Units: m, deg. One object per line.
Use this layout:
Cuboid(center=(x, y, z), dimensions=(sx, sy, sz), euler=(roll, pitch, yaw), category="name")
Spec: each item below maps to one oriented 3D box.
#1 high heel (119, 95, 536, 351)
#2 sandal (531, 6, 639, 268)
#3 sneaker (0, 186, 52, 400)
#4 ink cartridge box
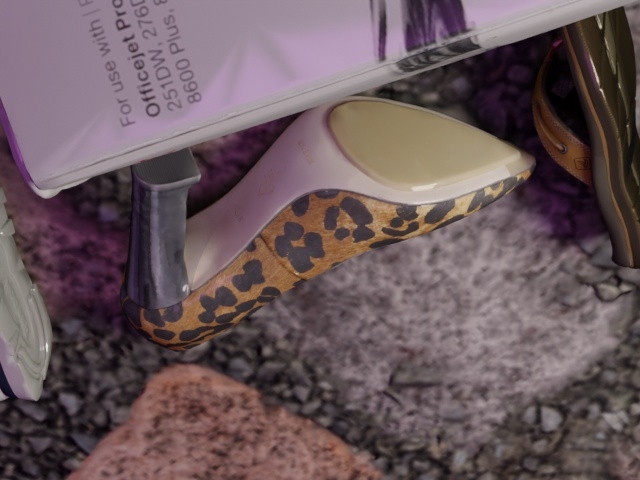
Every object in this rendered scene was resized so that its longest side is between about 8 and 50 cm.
Cuboid(center=(0.000, 0.000, 0.869), dimensions=(0.261, 0.093, 0.186), euler=(-5, 142, -13), category="high heel")
Cuboid(center=(0.164, -0.075, 0.827), dimensions=(0.060, 0.090, 0.219), euler=(-2, 131, 24), category="sandal")
Cuboid(center=(-0.246, 0.012, 0.845), dimensions=(0.094, 0.090, 0.235), euler=(-4, 120, 10), category="sneaker")
Cuboid(center=(0.058, -0.169, 0.611), dimensions=(0.394, 0.285, 0.166), euler=(-18, 96, 9), category="ink cartridge box")
